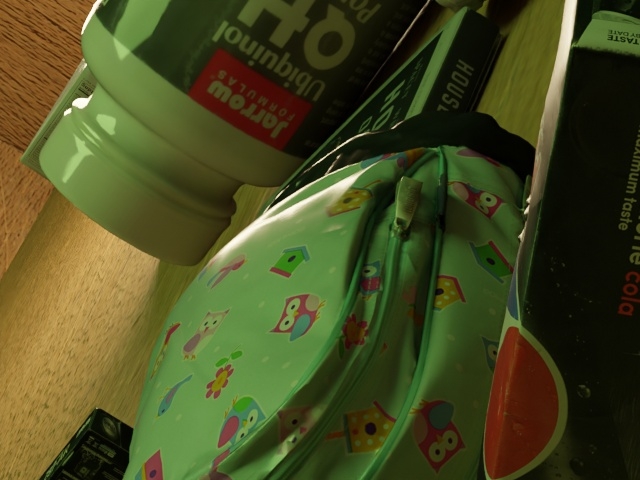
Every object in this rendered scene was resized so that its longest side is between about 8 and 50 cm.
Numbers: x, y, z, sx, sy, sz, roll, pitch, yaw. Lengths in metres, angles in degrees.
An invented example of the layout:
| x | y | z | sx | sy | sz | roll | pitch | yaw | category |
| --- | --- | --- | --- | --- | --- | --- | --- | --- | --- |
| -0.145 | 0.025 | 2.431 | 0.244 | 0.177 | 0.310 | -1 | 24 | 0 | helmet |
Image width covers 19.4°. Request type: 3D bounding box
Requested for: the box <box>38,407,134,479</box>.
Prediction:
| x | y | z | sx | sy | sz | roll | pitch | yaw | category |
| --- | --- | --- | --- | --- | --- | --- | --- | --- | --- |
| -0.087 | 0.124 | 0.866 | 0.067 | 0.083 | 0.018 | -51 | 13 | 29 | box |

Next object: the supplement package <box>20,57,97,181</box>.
| x | y | z | sx | sy | sz | roll | pitch | yaw | category |
| --- | --- | --- | --- | --- | --- | --- | --- | --- | --- |
| -0.128 | -0.144 | 1.634 | 0.203 | 0.149 | 0.194 | -48 | 14 | 39 | supplement package |

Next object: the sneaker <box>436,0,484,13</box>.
| x | y | z | sx | sy | sz | roll | pitch | yaw | category |
| --- | --- | --- | --- | --- | --- | --- | --- | --- | --- |
| 0.077 | -0.212 | 1.031 | 0.090 | 0.115 | 0.232 | -48 | 14 | 39 | sneaker |

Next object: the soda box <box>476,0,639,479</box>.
| x | y | z | sx | sy | sz | roll | pitch | yaw | category |
| --- | --- | --- | --- | --- | --- | --- | --- | --- | --- |
| 0.065 | 0.022 | 0.372 | 0.053 | 0.060 | 0.169 | -74 | -9 | -52 | soda box |

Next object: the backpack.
| x | y | z | sx | sy | sz | roll | pitch | yaw | category |
| --- | --- | --- | --- | --- | --- | --- | --- | --- | --- |
| 0.010 | 0.052 | 0.574 | 0.152 | 0.115 | 0.182 | -46 | 17 | 32 | backpack |

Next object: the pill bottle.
| x | y | z | sx | sy | sz | roll | pitch | yaw | category |
| --- | --- | --- | --- | --- | --- | --- | --- | --- | --- |
| -0.044 | -0.147 | 1.210 | 0.318 | 0.176 | 0.176 | -55 | 11 | 11 | pill bottle |

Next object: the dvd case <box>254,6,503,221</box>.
| x | y | z | sx | sy | sz | roll | pitch | yaw | category |
| --- | --- | --- | --- | --- | --- | --- | --- | --- | --- |
| 0.000 | 0.000 | 0.990 | 0.238 | 0.029 | 0.179 | -44 | 17 | 51 | dvd case |
